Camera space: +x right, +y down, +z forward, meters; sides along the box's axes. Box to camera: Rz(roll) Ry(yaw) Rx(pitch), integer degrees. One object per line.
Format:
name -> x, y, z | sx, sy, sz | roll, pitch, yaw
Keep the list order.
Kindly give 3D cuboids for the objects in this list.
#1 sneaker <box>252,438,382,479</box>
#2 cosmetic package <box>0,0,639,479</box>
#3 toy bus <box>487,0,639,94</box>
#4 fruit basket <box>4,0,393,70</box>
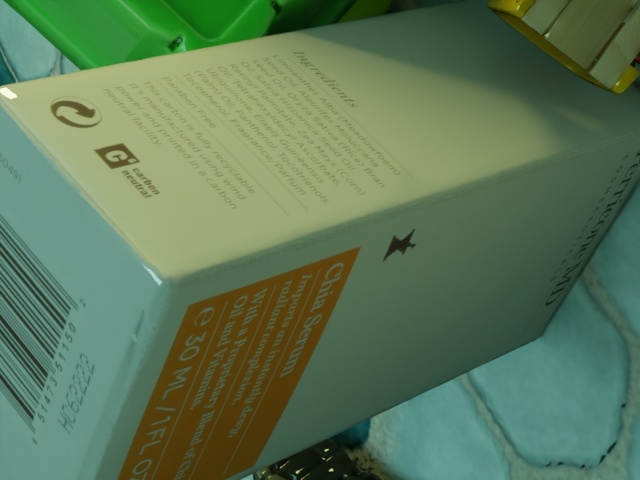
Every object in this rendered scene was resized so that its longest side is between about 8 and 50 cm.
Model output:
sneaker -> 0.050, 0.261, 1.225 | 0.267, 0.101, 0.106 | 29, 142, 45
cosmetic package -> 0.000, 0.000, 0.901 | 0.161, 0.453, 0.230 | 45, 132, 25
toy bus -> 0.196, -0.194, 0.887 | 0.104, 0.202, 0.191 | -121, 22, -74
fruit basket -> -0.045, -0.250, 1.027 | 0.283, 0.392, 0.392 | 43, 141, -10
